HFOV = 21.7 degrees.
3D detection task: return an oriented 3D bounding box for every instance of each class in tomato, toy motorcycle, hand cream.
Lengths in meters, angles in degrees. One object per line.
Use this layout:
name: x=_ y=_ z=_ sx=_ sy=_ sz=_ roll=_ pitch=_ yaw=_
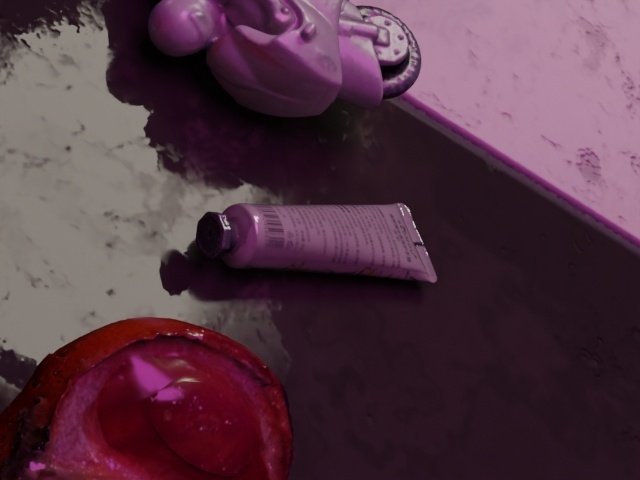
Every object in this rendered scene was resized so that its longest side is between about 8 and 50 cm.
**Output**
tomato: x=-0.111 y=0.128 z=0.907 sx=0.173 sy=0.099 sz=0.189 roll=30 pitch=85 yaw=-39
toy motorcycle: x=-0.053 y=-0.179 z=1.158 sx=0.260 sy=0.110 sz=0.171 roll=47 pitch=55 yaw=5
hand cream: x=0.000 y=0.000 z=1.122 sx=0.194 sy=0.042 sz=0.067 roll=3 pitch=52 yaw=-43
